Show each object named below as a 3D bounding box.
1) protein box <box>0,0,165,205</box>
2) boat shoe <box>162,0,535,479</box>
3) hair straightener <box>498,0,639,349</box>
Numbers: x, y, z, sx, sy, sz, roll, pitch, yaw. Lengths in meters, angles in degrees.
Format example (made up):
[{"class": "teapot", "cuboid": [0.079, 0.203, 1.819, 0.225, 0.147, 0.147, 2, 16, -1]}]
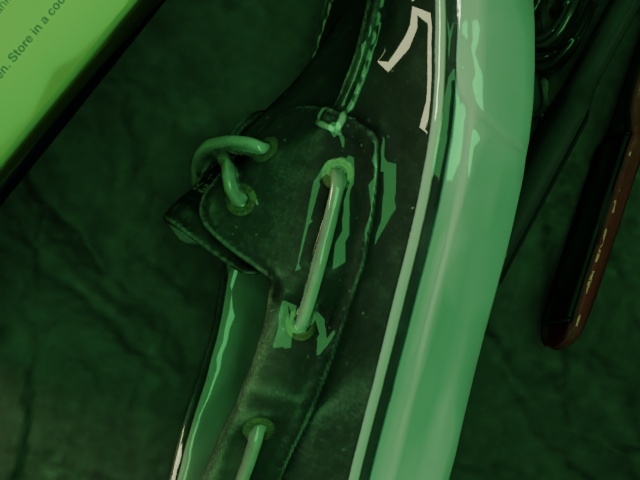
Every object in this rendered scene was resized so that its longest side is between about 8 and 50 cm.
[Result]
[{"class": "protein box", "cuboid": [-0.178, -0.102, 0.583, 0.201, 0.136, 0.200, 39, 85, -6]}, {"class": "boat shoe", "cuboid": [0.000, 0.000, 0.614, 0.119, 0.121, 0.335, 9, 90, -12]}, {"class": "hair straightener", "cuboid": [0.103, -0.076, 0.668, 0.089, 0.047, 0.230, 22, 86, -8]}]
